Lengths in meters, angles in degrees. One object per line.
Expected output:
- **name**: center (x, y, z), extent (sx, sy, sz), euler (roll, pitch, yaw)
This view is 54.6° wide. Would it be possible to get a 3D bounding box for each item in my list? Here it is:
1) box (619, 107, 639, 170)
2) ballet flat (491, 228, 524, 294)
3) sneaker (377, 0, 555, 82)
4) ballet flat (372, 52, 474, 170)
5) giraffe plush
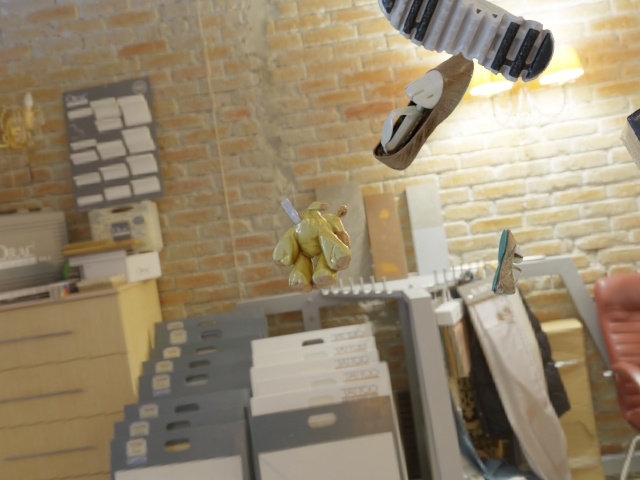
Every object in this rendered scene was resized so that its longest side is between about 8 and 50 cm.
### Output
- **box**: center (0.469, -0.061, 0.787), extent (0.056, 0.231, 0.183), euler (-30, -11, 21)
- **ballet flat**: center (0.497, 0.061, 1.628), extent (0.067, 0.206, 0.073), euler (16, -31, 8)
- **sneaker**: center (0.221, -0.340, 0.966), extent (0.292, 0.110, 0.118), euler (30, 30, 5)
- **ballet flat**: center (0.231, -0.310, 1.492), extent (0.124, 0.116, 0.342), euler (5, -43, -34)
- **giraffe plush**: center (0.000, 0.000, 1.393), extent (0.181, 0.210, 0.170), euler (-18, -3, 25)
